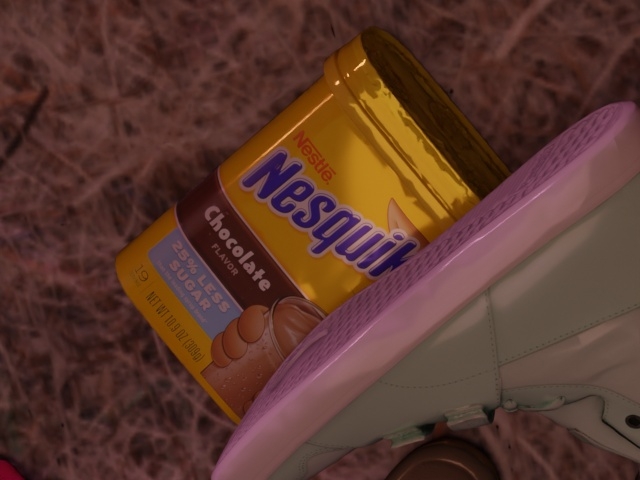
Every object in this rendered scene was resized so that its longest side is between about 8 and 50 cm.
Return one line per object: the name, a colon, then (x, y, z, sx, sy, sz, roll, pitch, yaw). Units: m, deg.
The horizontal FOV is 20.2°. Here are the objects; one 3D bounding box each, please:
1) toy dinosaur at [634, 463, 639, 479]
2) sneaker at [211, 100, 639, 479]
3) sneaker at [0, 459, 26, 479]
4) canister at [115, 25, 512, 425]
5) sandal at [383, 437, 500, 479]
toy dinosaur: (0.289, 0.141, 0.787, 0.313, 0.121, 0.160, -10, 113, 21)
sneaker: (0.079, 0.074, 0.775, 0.256, 0.094, 0.151, -38, 100, 20)
sneaker: (-0.292, 0.118, 0.912, 0.299, 0.121, 0.112, 26, 99, -26)
canister: (0.000, 0.000, 0.856, 0.170, 0.073, 0.126, -40, 92, 21)
sandal: (0.027, 0.178, 0.899, 0.072, 0.049, 0.180, 34, 107, -1)
